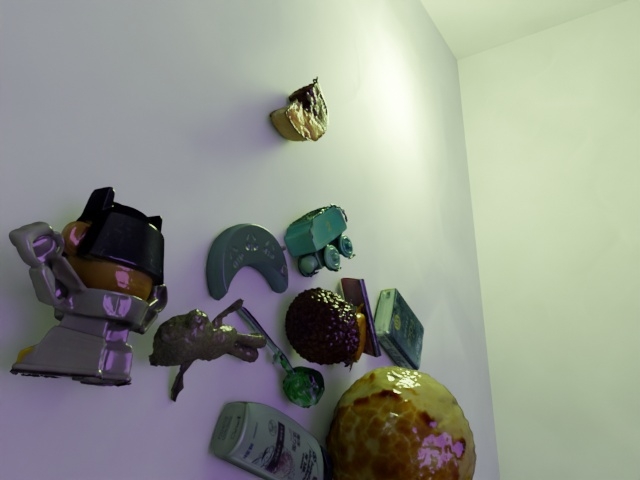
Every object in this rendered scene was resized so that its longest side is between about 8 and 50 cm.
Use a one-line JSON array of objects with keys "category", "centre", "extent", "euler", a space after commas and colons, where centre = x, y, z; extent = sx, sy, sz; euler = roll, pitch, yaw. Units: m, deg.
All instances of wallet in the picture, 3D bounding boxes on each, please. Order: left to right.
[{"category": "wallet", "centre": [0.116, 0.223, 1.357], "extent": [0.025, 0.119, 0.232], "euler": [-16, 96, -26]}]

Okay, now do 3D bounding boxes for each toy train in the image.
[{"category": "toy train", "centre": [0.000, 0.000, 1.236], "extent": [0.203, 0.112, 0.163], "euler": [-37, 107, -56]}]

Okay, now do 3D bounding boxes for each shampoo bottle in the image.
[{"category": "shampoo bottle", "centre": [-0.084, 0.457, 1.005], "extent": [0.359, 0.078, 0.134], "euler": [49, 41, -39]}]

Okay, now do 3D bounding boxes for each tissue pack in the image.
[{"category": "tissue pack", "centre": [0.274, 0.314, 1.607], "extent": [0.257, 0.081, 0.185], "euler": [52, 42, -36]}]

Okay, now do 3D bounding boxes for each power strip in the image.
[{"category": "power strip", "centre": [-0.151, 0.045, 1.032], "extent": [0.253, 0.054, 0.167], "euler": [-1, 84, -57]}]

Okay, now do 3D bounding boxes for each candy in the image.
[{"category": "candy", "centre": [-0.100, 0.260, 1.053], "extent": [0.323, 0.097, 0.097], "euler": [56, 39, -20]}]

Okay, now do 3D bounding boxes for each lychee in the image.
[{"category": "lychee", "centre": [0.010, 0.212, 1.114], "extent": [0.188, 0.188, 0.188], "euler": [22, 64, -54]}]

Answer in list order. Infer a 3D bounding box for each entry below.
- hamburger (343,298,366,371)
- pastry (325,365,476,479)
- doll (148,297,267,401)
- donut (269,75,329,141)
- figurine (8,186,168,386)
[{"category": "hamburger", "centre": [0.071, 0.263, 1.271], "extent": [0.164, 0.093, 0.189], "euler": [-38, 130, -69]}, {"category": "pastry", "centre": [0.188, 0.518, 1.149], "extent": [0.312, 0.388, 0.388], "euler": [19, 66, -55]}, {"category": "doll", "centre": [-0.190, 0.183, 0.859], "extent": [0.286, 0.202, 0.091], "euler": [-7, 48, -50]}, {"category": "donut", "centre": [-0.055, -0.338, 1.258], "extent": [0.141, 0.085, 0.217], "euler": [64, 36, -24]}, {"category": "figurine", "centre": [-0.316, 0.068, 0.681], "extent": [0.308, 0.143, 0.308], "euler": [8, 90, -89]}]
